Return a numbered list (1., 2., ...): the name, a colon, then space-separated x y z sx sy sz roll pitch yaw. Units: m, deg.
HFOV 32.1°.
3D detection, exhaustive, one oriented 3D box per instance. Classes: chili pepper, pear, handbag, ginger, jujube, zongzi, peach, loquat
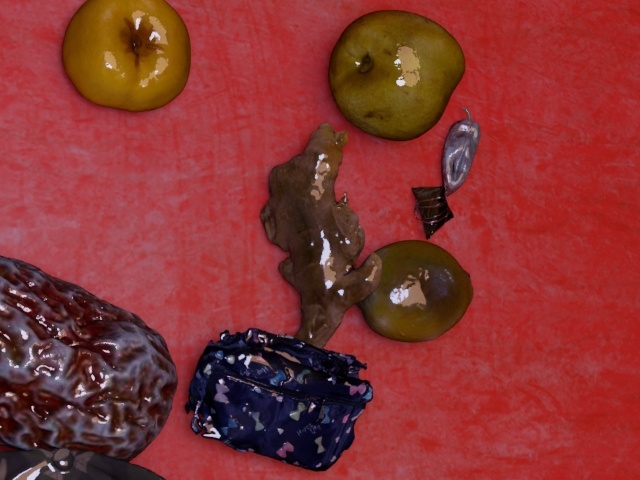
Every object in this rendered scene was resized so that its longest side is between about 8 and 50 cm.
1. chili pepper: 0.220 -0.139 1.760 0.050 0.041 0.153 13 73 19
2. pear: 0.107 -0.242 1.635 0.200 0.200 0.199 4 81 -26
3. handbag: -0.055 0.211 1.519 0.260 0.113 0.162 19 109 -24
4. ginger: 0.000 -0.002 1.580 0.080 0.166 0.332 16 64 -64
5. jujube: -0.336 0.150 1.342 0.317 0.226 0.226 29 71 -23
6. zongzi: 0.173 -0.038 1.717 0.083 0.067 0.073 51 57 -31
7. peach: -0.260 -0.258 1.504 0.179 0.103 0.179 3 84 -28
8. loquat: 0.141 0.074 1.634 0.195 0.152 0.152 -2 84 -18

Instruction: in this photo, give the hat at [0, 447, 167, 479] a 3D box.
1. hat: -0.308 0.446 1.291 0.366 0.257 0.381 -1 73 -12
